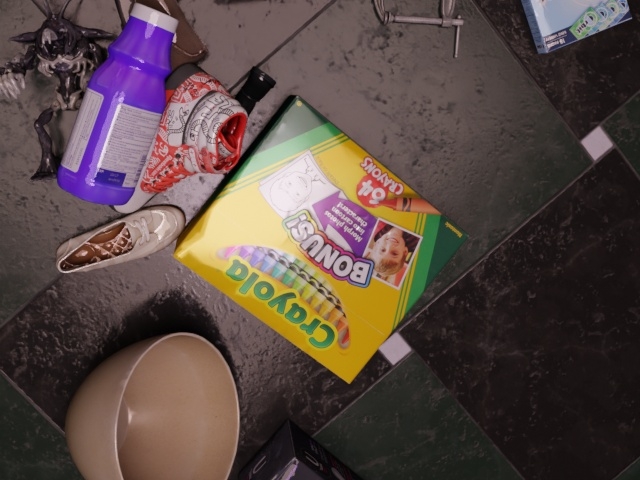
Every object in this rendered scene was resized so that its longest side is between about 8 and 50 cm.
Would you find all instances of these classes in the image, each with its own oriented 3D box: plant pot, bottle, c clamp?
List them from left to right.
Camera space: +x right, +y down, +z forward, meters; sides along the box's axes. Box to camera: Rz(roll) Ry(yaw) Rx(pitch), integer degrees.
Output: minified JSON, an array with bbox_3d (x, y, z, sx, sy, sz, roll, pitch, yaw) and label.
[{"bbox_3d":[-0.281,-0.192,1.162,0.092,0.118,0.283,25,100,23],"label":"bottle"},{"bbox_3d":[-0.286,0.290,1.284,0.190,0.284,0.284,-6,103,32],"label":"plant pot"},{"bbox_3d":[0.160,-0.378,1.323,0.160,0.022,0.137,7,99,-8],"label":"c clamp"}]

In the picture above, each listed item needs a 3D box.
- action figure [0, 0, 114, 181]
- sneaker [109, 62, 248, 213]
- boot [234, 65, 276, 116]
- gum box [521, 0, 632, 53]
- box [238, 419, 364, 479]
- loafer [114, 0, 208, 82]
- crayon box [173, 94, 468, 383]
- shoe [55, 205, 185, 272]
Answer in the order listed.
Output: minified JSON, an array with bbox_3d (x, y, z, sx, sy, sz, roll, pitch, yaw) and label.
[{"bbox_3d":[-0.389,-0.231,1.225,0.164,0.141,0.276,-4,103,-3],"label":"action figure"},{"bbox_3d":[-0.218,-0.122,1.243,0.145,0.090,0.270,40,105,23],"label":"sneaker"},{"bbox_3d":[-0.117,-0.216,1.271,0.045,0.121,0.099,35,88,-10],"label":"boot"},{"bbox_3d":[0.407,-0.423,1.336,0.156,0.041,0.185,-22,102,-3],"label":"gum box"},{"bbox_3d":[0.005,0.461,1.374,0.270,0.165,0.143,41,93,-11],"label":"box"},{"bbox_3d":[-0.264,-0.419,1.222,0.130,0.134,0.366,-19,111,-8],"label":"loafer"},{"bbox_3d":[0.000,0.000,1.321,0.363,0.106,0.313,37,93,-14],"label":"crayon box"},{"bbox_3d":[-0.322,0.004,1.311,0.219,0.058,0.077,-21,101,-3],"label":"shoe"}]
